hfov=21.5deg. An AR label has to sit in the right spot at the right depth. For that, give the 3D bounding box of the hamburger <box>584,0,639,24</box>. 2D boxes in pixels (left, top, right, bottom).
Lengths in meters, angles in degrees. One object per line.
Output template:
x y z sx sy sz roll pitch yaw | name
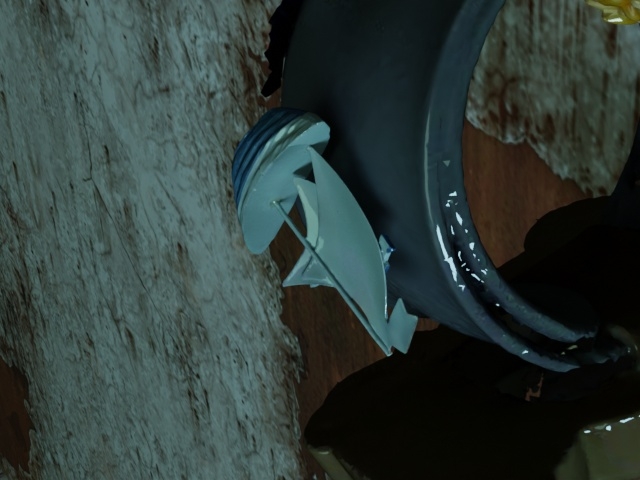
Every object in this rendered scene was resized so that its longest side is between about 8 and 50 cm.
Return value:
0.178 -0.230 0.663 0.330 0.330 0.250 52 148 30 | hamburger

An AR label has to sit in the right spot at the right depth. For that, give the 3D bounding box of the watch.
0.124 -0.037 0.946 0.314 0.335 0.326 20 138 59 | watch

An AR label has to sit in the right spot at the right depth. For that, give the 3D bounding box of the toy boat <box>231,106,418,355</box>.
-0.001 -0.012 0.878 0.149 0.034 0.105 40 134 43 | toy boat
